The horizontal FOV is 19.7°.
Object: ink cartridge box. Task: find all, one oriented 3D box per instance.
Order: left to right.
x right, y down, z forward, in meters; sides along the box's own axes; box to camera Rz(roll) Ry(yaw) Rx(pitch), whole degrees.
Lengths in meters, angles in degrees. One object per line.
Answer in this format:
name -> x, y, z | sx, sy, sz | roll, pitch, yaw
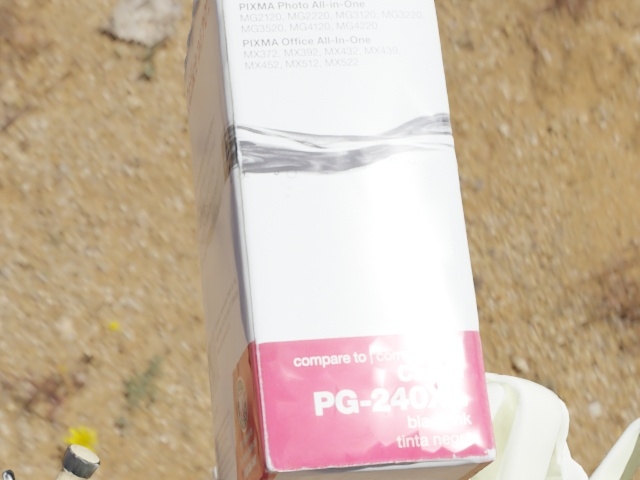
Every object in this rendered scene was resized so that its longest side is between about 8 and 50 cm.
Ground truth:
ink cartridge box -> 0.000, 0.000, 0.523 | 0.063, 0.109, 0.150 | -3, 73, -9

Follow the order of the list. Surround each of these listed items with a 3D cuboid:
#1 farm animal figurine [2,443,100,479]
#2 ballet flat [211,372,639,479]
farm animal figurine -> -0.181, 0.238, 0.844 | 0.327, 0.330, 0.172 | 45, 112, 31
ballet flat -> 0.116, 0.135, 0.868 | 0.400, 0.139, 0.139 | 19, 72, 42
